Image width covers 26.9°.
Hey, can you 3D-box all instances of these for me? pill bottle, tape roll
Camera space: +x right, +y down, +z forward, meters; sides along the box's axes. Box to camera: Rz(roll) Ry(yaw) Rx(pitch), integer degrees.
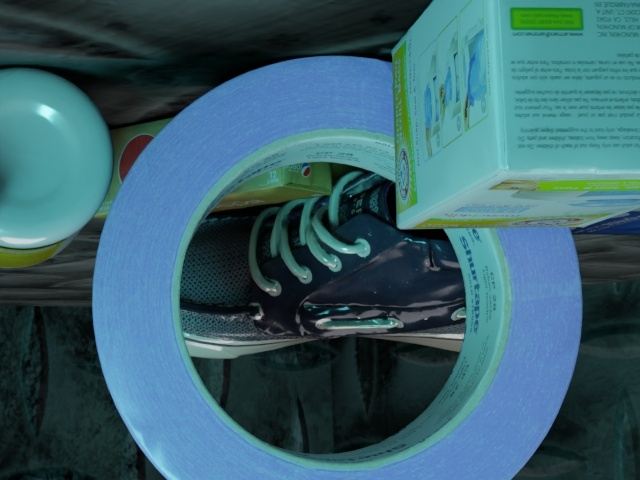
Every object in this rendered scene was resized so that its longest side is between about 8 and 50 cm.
[{"bbox_3d":[-0.188,-0.037,0.819,0.103,0.103,0.184,-1,173,-17],"label":"pill bottle"},{"bbox_3d":[0.007,0.036,0.777,0.274,0.275,0.090,-1,175,-8],"label":"tape roll"}]

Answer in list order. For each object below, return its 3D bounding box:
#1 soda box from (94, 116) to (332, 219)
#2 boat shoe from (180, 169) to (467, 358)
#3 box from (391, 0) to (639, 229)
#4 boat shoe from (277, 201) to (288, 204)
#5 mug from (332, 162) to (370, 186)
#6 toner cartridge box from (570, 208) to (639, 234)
[{"bbox_3d":[-0.080,-0.052,0.916,0.181,0.061,0.058,-7,172,36],"label":"soda box"},{"bbox_3d":[0.000,0.000,0.945,0.340,0.127,0.158,-1,150,2],"label":"boat shoe"},{"bbox_3d":[0.109,-0.067,0.648,0.114,0.103,0.203,-1,174,-10],"label":"box"},{"bbox_3d":[0.034,-0.019,1.192,0.227,0.079,0.081,4,176,-23],"label":"boat shoe"},{"bbox_3d":[0.013,-0.041,1.053,0.078,0.064,0.062,-1,175,-6],"label":"mug"},{"bbox_3d":[0.250,-0.059,0.916,0.165,0.075,0.348,-1,174,-16],"label":"toner cartridge box"}]
